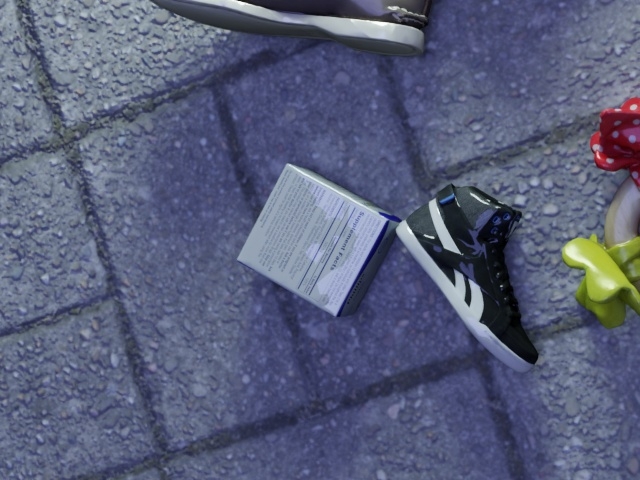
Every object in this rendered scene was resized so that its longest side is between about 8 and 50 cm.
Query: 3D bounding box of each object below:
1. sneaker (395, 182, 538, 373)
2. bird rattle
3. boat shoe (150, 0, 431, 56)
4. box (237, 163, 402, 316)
[{"bbox_3d":[0.190,0.029,1.761,0.121,0.079,0.217,-43,76,13],"label":"sneaker"},{"bbox_3d":[0.364,-0.023,1.714,0.207,0.143,0.253,20,81,5],"label":"bird rattle"},{"bbox_3d":[-0.035,-0.280,1.822,0.324,0.116,0.096,11,87,13],"label":"boat shoe"},{"bbox_3d":[0.000,0.000,1.824,0.137,0.072,0.126,30,97,16],"label":"box"}]
